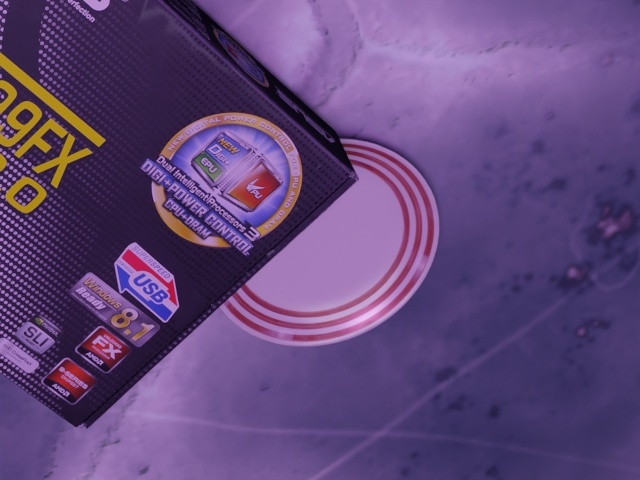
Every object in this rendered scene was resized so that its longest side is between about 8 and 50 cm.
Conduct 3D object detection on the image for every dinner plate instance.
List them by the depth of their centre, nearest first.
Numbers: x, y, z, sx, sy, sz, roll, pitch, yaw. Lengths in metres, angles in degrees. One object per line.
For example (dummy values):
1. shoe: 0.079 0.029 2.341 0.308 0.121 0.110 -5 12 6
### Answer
1. dinner plate: 0.000 0.000 1.145 0.141 0.017 0.141 -9 124 -13

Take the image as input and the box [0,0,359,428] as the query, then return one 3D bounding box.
1. box: -0.149 -0.052 1.030 0.216 0.060 0.270 -41 120 12
